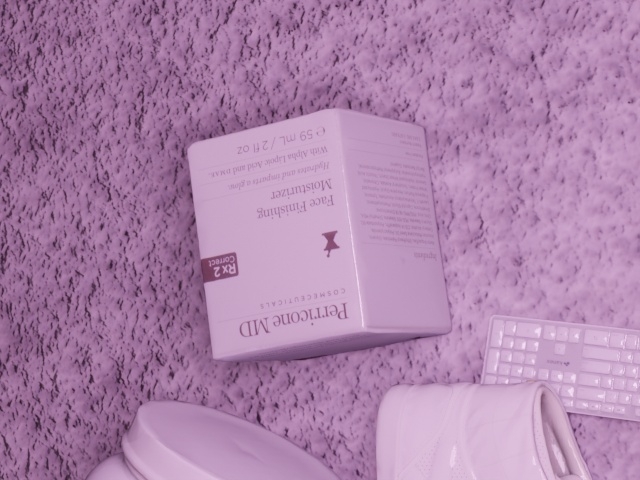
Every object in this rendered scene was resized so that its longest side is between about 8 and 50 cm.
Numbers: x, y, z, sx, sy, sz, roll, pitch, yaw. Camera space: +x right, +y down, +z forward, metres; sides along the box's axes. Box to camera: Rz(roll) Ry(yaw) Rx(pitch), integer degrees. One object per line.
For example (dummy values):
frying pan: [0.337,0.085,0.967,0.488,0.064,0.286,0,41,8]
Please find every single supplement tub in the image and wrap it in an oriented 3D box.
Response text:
supplement tub: [-0.124,0.314,1.577,0.228,0.228,0.316,29,101,29]

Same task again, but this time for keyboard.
keyboard: [0.246,0.106,1.498,0.256,0.014,0.072,5,89,31]

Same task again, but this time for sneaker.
sneaker: [0.137,0.254,1.497,0.169,0.108,0.292,-8,83,32]

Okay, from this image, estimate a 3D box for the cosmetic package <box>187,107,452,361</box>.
cosmetic package: [0.000,0.000,1.571,0.151,0.151,0.183,-13,80,30]
